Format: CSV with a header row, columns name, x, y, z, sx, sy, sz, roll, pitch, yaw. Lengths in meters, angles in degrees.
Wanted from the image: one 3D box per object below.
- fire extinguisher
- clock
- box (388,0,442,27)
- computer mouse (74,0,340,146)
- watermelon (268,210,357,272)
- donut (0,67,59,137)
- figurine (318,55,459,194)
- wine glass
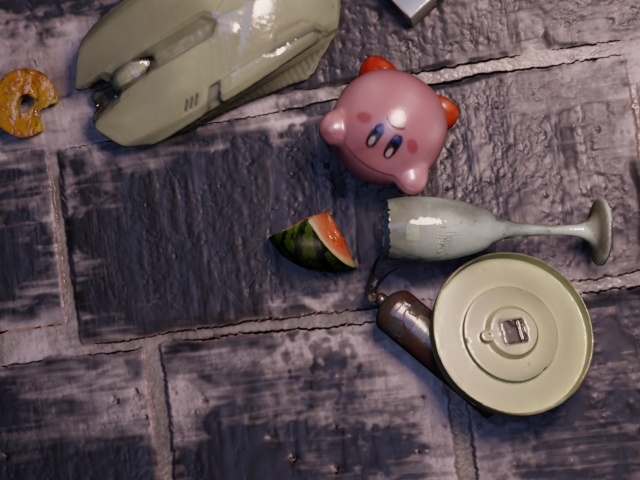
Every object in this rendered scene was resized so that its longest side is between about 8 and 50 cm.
name,x,y,z,sx,sy,sz,roll,pitch,yaw
fire extinguisher,0.163,0.137,1.553,0.268,0.072,0.089,40,115,8
clock,0.269,0.130,1.519,0.235,0.029,0.235,2,71,-6
box,0.111,-0.456,1.593,0.155,0.067,0.243,-40,83,3
computer mouse,-0.170,-0.298,1.592,0.429,0.145,0.228,-26,86,7
watermelon,0.000,0.000,1.599,0.135,0.125,0.094,32,59,-19
donut,-0.457,-0.214,1.681,0.097,0.043,0.108,35,94,8
figurine,0.094,-0.158,1.529,0.173,0.173,0.173,0,88,9
wine glass,0.247,-0.026,1.421,0.309,0.264,0.096,1,82,-4
